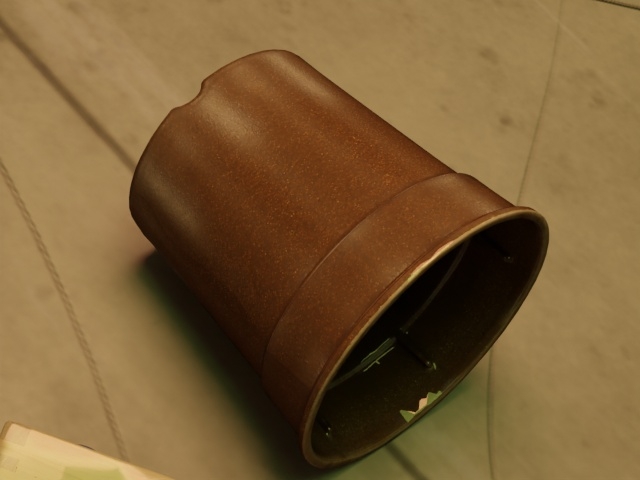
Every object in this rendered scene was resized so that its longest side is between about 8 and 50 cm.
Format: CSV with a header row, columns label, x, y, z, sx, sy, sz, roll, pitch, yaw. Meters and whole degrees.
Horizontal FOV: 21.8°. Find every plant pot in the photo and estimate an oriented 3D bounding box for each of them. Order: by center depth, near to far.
label,x,y,z,sx,sy,sz,roll,pitch,yaw
plant pot,0.000,0.000,0.848,0.167,0.167,0.165,-28,60,-36

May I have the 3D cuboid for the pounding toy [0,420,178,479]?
label,x,y,z,sx,sy,sz,roll,pitch,yaw
pounding toy,-0.084,0.140,0.727,0.141,0.130,0.100,20,61,-6
